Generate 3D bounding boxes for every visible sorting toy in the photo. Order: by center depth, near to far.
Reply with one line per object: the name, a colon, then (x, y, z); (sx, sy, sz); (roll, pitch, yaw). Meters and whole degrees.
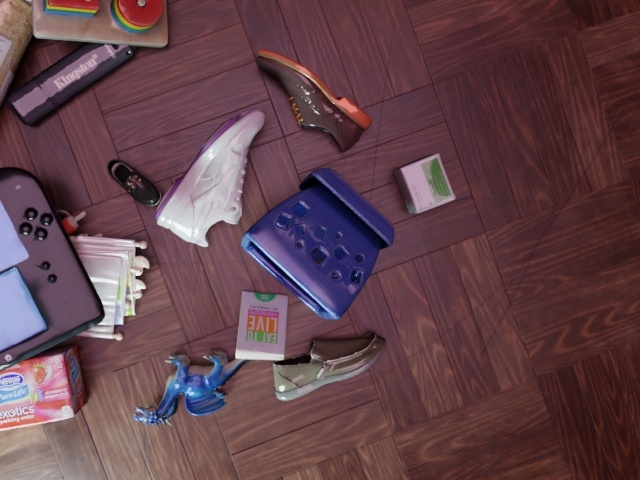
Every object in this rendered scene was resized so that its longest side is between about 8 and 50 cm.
sorting toy: (-0.412, -0.514, 1.444); (0.256, 0.089, 0.257); (-3, 91, -29)

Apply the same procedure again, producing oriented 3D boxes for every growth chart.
growth chart: (-0.437, 0.096, 1.507); (0.172, 0.021, 0.237); (12, 109, -13)

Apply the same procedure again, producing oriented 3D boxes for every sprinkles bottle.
sprinkles bottle: (-0.646, -0.357, 1.471); (0.121, 0.121, 0.355); (25, 89, -4)

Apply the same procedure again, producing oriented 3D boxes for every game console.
game console: (-0.644, 0.079, 1.403); (0.387, 0.060, 0.342); (-26, 90, -9)

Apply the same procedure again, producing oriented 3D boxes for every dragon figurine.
dragon figurine: (-0.233, 0.299, 1.533); (0.289, 0.085, 0.144); (-7, 92, -4)

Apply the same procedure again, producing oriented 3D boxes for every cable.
cable: (-0.568, 0.037, 1.507); (0.287, 0.072, 0.139); (-30, 97, -4)

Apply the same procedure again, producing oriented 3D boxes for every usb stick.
usb stick: (-0.497, -0.332, 1.520); (0.278, 0.045, 0.077); (-35, 97, -4)

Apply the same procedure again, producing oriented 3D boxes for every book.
book: (-0.116, 0.171, 1.527); (0.096, 0.035, 0.144); (5, 49, -5)

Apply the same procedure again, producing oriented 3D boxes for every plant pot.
plant pot: (0.000, 0.000, 1.478); (0.236, 0.236, 0.212); (42, 81, -4)

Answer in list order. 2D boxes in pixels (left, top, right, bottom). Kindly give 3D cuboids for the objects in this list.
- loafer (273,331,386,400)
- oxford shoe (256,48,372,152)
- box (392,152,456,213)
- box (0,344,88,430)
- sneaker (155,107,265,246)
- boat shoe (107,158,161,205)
loafer: (0.014, 0.241, 1.546); (0.251, 0.094, 0.087); (-24, 97, -3)
oxford shoe: (-0.029, -0.284, 1.534); (0.271, 0.097, 0.098); (36, 94, -4)
box: (0.210, -0.116, 1.550); (0.087, 0.102, 0.101); (-22, 94, -2)
box: (-0.604, 0.294, 1.486); (0.257, 0.122, 0.128); (-10, 92, -4)
sneaker: (-0.193, -0.125, 1.527); (0.152, 0.114, 0.305); (37, 96, -12)
boat shoe: (-0.373, -0.115, 1.512); (0.133, 0.042, 0.049); (38, 87, 19)
